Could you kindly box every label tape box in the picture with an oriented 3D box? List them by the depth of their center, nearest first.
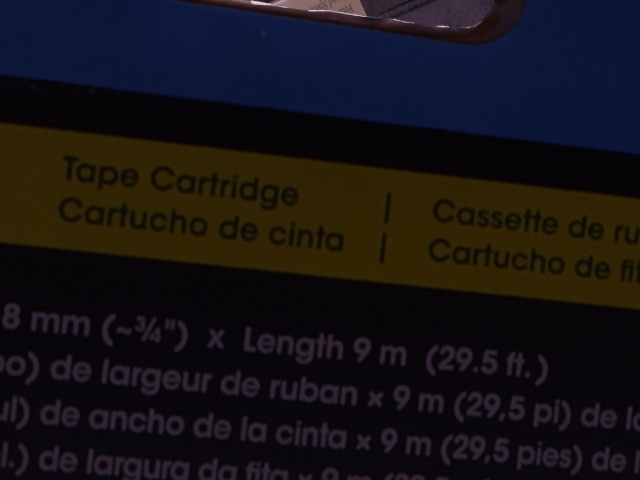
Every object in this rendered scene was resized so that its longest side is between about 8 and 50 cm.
[{"bbox_3d":[-0.023,0.067,0.440,0.240,0.334,0.106,7,0,-13],"label":"label tape box"}]

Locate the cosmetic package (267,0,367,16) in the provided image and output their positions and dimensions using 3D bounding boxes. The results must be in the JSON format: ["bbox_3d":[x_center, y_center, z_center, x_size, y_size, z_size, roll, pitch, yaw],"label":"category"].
[{"bbox_3d":[0.000,0.000,1.208,0.113,0.309,0.160,-19,11,44],"label":"cosmetic package"}]
